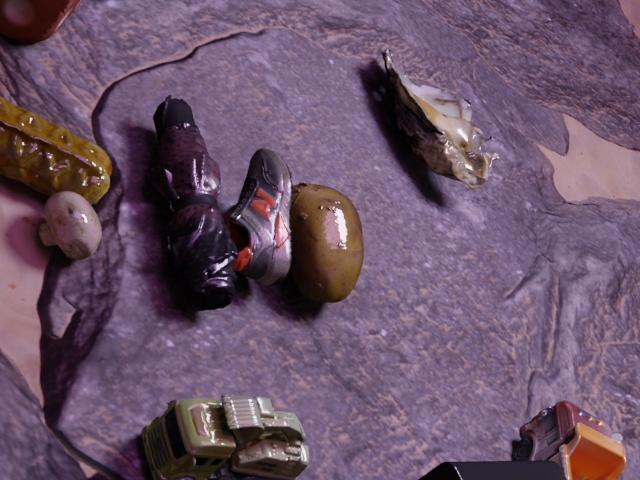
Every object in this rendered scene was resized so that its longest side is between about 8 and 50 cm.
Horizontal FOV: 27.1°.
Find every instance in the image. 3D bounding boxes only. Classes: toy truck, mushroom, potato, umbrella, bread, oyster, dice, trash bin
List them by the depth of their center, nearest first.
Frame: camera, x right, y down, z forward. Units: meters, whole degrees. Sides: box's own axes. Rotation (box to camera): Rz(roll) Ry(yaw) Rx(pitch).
[{"bbox_3d":[-0.091,0.223,1.474,0.191,0.116,0.085,14,44,-39],"label":"toy truck"},{"bbox_3d":[-0.408,-0.139,1.543,0.368,0.084,0.077,26,-5,-24],"label":"bread"},{"bbox_3d":[-0.293,-0.017,1.551,0.083,0.067,0.083,-20,90,-85],"label":"mushroom"},{"bbox_3d":[0.194,0.346,1.615,0.225,0.165,0.115,6,50,-47],"label":"trash bin"},{"bbox_3d":[-0.169,-0.054,1.703,0.094,0.090,0.326,11,46,-36],"label":"umbrella"},{"bbox_3d":[-0.376,-0.380,1.745,0.175,0.179,0.174,34,36,-10],"label":"dice"},{"bbox_3d":[0.342,0.346,1.794,0.114,0.135,0.270,29,38,-23],"label":"toy truck"},{"bbox_3d":[0.000,0.000,1.797,0.137,0.137,0.176,-2,58,-48],"label":"potato"},{"bbox_3d":[0.188,-0.207,2.236,0.275,0.100,0.271,35,31,6],"label":"oyster"}]

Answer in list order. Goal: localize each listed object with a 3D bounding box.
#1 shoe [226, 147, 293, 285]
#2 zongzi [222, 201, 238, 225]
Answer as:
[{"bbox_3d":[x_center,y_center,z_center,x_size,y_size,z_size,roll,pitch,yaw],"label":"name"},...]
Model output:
[{"bbox_3d":[-0.084,-0.037,1.725,0.077,0.074,0.194,12,63,-30],"label":"shoe"},{"bbox_3d":[-0.097,-0.015,1.795,0.076,0.040,0.083,51,16,-5],"label":"zongzi"}]
